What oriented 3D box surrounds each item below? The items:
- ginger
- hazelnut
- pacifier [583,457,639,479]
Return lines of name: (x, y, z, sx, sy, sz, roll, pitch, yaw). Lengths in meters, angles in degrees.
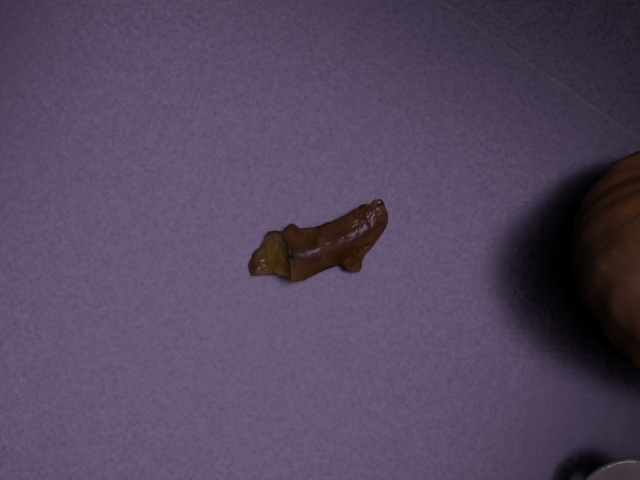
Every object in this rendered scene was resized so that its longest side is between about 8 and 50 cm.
ginger: (0.001, 0.006, 1.079, 0.137, 0.044, 0.057, -18, 71, -11)
hazelnut: (0.347, 0.016, 1.024, 0.241, 0.261, 0.261, -36, 92, 26)
pacifier: (0.305, 0.270, 1.071, 0.150, 0.116, 0.127, 19, 109, -10)
